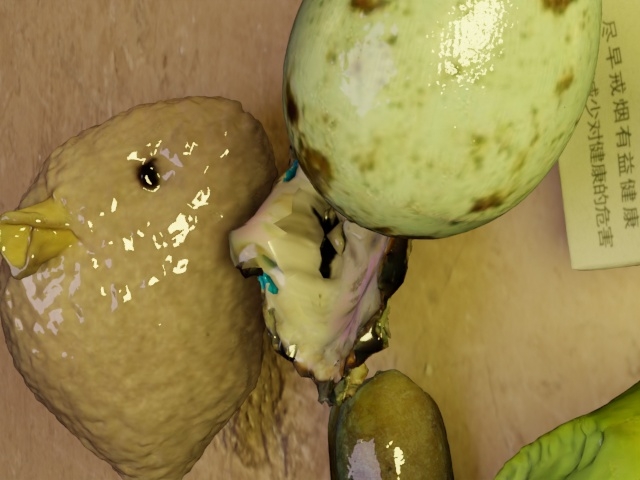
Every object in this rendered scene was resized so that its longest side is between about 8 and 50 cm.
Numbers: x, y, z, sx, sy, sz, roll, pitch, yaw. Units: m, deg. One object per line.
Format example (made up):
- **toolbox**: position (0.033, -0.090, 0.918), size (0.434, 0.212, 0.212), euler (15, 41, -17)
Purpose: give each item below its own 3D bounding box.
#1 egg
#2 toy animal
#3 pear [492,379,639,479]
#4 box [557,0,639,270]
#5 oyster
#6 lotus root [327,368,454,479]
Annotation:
- **egg**: position (0.071, -0.107, 0.900), size (0.169, 0.169, 0.231), euler (54, 128, 40)
- **toy animal**: position (-0.159, 0.048, 1.380), size (0.188, 0.226, 0.358), euler (-105, 20, -77)
- **pear**: position (0.205, 0.219, 0.823), size (0.342, 0.238, 0.318), euler (148, 124, -62)
- **box**: position (0.229, -0.076, 0.868), size (0.256, 0.069, 0.164), euler (-11, 86, 60)
- **oyster**: position (0.008, 0.002, 1.203), size (0.259, 0.092, 0.198), euler (45, 118, 55)
- **lotus root**: position (0.055, 0.191, 1.189), size (0.113, 0.088, 0.192), euler (157, 105, -75)
